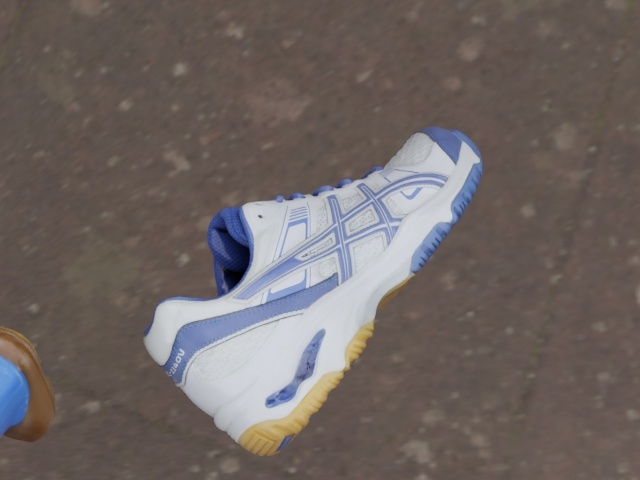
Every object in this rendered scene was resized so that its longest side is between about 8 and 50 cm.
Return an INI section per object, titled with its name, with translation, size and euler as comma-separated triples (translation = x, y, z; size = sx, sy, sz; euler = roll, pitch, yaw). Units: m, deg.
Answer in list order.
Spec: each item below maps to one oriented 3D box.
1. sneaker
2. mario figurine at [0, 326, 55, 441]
[sneaker]
translation = 0.000, 0.000, 1.198
size = 0.131, 0.112, 0.296
euler = 38, 51, 1
[mario figurine]
translation = -0.278, 0.190, 1.013
size = 0.170, 0.198, 0.320
euler = 58, 40, -29
